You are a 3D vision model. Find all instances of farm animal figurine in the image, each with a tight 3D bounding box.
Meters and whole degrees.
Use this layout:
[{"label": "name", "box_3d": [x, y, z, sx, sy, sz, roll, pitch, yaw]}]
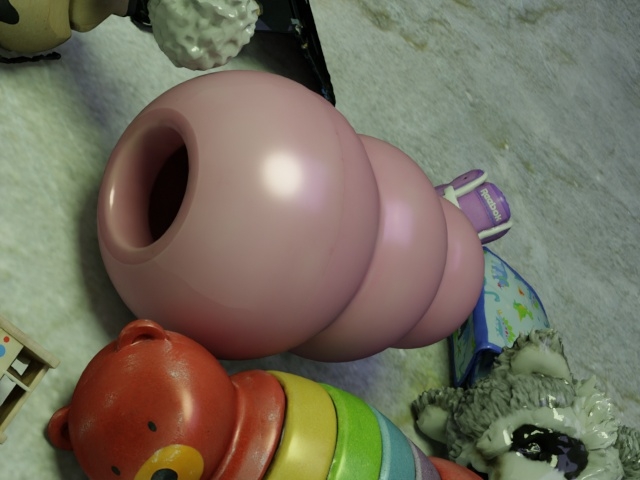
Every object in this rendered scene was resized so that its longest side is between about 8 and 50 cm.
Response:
[{"label": "farm animal figurine", "box_3d": [-0.211, -0.276, 0.844, 0.172, 0.330, 0.327, -35, 125, -63]}]

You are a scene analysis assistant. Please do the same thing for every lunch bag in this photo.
[{"label": "lunch bag", "box_3d": [0.179, 0.098, 1.245, 0.151, 0.096, 0.129, 61, 22, -46]}]

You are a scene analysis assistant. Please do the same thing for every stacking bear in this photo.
[{"label": "stacking bear", "box_3d": [-0.037, 0.159, 0.824, 0.289, 0.175, 0.164, 34, 21, -26]}]

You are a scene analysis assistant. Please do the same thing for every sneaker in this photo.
[{"label": "sneaker", "box_3d": [0.085, -0.008, 1.137, 0.102, 0.161, 0.282, 63, 31, -2]}]

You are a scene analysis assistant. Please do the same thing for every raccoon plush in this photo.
[{"label": "raccoon plush", "box_3d": [0.249, 0.237, 1.236, 0.299, 0.216, 0.446, 56, 6, 10]}]

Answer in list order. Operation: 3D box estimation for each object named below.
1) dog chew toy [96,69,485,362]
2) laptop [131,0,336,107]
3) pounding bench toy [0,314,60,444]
[{"label": "dog chew toy", "box_3d": [0.000, 0.000, 0.929, 0.331, 0.206, 0.207, 17, 52, -42]}, {"label": "laptop", "box_3d": [-0.096, -0.263, 1.206, 0.264, 0.136, 0.234, 58, 17, -68]}, {"label": "pounding bench toy", "box_3d": [-0.206, 0.081, 0.726, 0.052, 0.083, 0.065, 43, 66, -26]}]
